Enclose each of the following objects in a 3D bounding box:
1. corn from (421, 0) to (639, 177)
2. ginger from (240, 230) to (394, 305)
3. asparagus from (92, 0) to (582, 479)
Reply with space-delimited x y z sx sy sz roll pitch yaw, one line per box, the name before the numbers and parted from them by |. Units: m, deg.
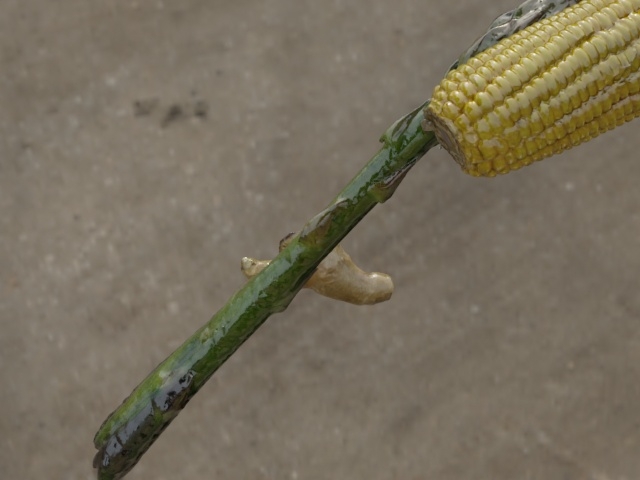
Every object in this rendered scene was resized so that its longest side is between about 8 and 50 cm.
corn | 0.072 -0.046 0.471 0.092 0.037 0.037 -26 50 -13
ginger | -0.001 0.012 1.085 0.097 0.048 0.030 9 19 -7
asparagus | 0.000 0.000 0.560 0.233 0.023 0.022 -45 76 20
